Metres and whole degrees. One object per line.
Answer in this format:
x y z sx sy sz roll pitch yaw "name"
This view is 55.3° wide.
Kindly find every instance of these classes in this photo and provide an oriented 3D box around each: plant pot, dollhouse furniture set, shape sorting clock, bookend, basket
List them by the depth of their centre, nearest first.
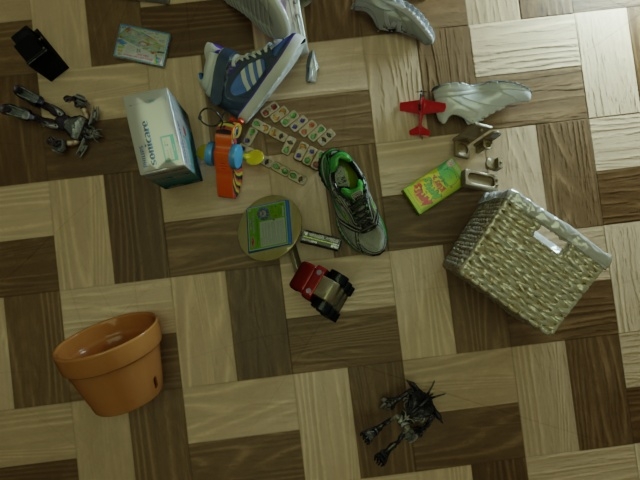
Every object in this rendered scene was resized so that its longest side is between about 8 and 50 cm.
-0.566 0.351 1.708 0.291 0.291 0.203 -16 105 -2 "plant pot"
0.549 0.054 1.709 0.328 0.331 0.266 35 93 1 "basket"
-0.840 -0.567 1.786 0.072 0.156 0.157 -39 88 -2 "bookend"
0.482 -0.240 1.791 0.144 0.123 0.151 9 73 -18 "dollhouse furniture set"
-0.150 -0.037 1.805 0.206 0.040 0.206 -6 69 15 "shape sorting clock"

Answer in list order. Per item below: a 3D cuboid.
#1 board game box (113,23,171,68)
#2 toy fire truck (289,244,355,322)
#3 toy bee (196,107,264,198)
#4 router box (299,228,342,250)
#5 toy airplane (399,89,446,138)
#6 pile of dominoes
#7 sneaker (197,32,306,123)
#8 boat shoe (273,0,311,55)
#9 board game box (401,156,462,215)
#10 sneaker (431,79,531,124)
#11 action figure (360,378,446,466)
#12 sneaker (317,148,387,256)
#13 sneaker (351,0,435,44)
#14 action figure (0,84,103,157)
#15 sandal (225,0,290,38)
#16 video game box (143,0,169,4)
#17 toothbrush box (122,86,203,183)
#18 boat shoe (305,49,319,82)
-0.541 -0.591 1.857 0.154 0.026 0.103 12 87 -1 "board game box"
-0.033 0.099 1.758 0.246 0.217 0.158 28 82 16 "toy fire truck"
-0.254 -0.276 1.769 0.195 0.298 0.162 24 45 -2 "toy bee"
0.000 0.000 1.810 0.122 0.092 0.038 14 87 -1 "router box"
0.301 -0.377 1.842 0.151 0.028 0.151 11 112 29 "toy airplane"
-0.101 -0.301 1.847 0.251 0.040 0.196 27 87 0 "pile of dominoes"
-0.222 -0.524 1.766 0.236 0.130 0.323 40 117 -6 "sneaker"
-0.074 -0.733 1.820 0.156 0.136 0.367 -4 91 -1 "boat shoe"
0.346 -0.163 1.848 0.181 0.043 0.092 -33 89 -2 "board game box"
0.485 -0.416 1.845 0.297 0.111 0.129 -3 99 5 "sneaker"
0.238 0.517 1.775 0.275 0.141 0.164 -32 79 -28 "action figure"
0.094 -0.104 1.780 0.134 0.146 0.343 -29 100 -4 "sneaker"
0.223 -0.676 1.858 0.281 0.105 0.115 36 121 -3 "sneaker"
-0.781 -0.358 1.810 0.285 0.099 0.185 22 82 -3 "action figure"
-0.185 -0.711 1.726 0.102 0.169 0.416 -34 53 -14 "sandal"
-0.544 -0.835 1.859 0.187 0.048 0.205 6 87 2 "video game box"
-0.434 -0.276 1.712 0.126 0.295 0.216 -13 87 -1 "toothbrush box"
-0.021 -0.529 1.865 0.035 0.035 0.100 7 83 -28 "boat shoe"
